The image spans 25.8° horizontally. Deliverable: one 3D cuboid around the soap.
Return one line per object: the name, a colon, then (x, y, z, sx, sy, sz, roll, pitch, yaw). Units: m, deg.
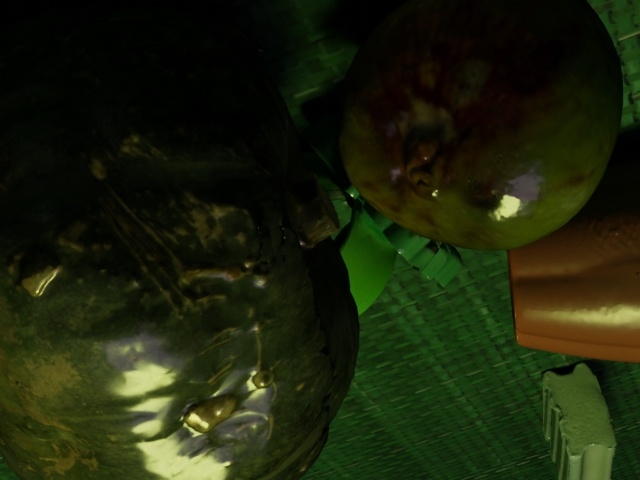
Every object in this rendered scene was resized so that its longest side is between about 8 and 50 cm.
soap: (0.310, 0.236, 1.682, 0.063, 0.114, 0.198, -15, 153, 1)

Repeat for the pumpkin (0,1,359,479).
pumpkin: (-0.113, 0.017, 0.871, 0.257, 0.291, 0.327, -15, 138, 7)

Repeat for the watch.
watch: (0.000, 0.000, 1.045, 0.152, 0.165, 0.131, -38, 141, 8)

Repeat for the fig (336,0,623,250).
fig: (0.111, -0.093, 0.920, 0.191, 0.181, 0.181, -39, 166, -31)

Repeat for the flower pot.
flower pot: (0.248, 0.021, 1.206, 0.173, 0.190, 0.190, -6, 153, 8)
